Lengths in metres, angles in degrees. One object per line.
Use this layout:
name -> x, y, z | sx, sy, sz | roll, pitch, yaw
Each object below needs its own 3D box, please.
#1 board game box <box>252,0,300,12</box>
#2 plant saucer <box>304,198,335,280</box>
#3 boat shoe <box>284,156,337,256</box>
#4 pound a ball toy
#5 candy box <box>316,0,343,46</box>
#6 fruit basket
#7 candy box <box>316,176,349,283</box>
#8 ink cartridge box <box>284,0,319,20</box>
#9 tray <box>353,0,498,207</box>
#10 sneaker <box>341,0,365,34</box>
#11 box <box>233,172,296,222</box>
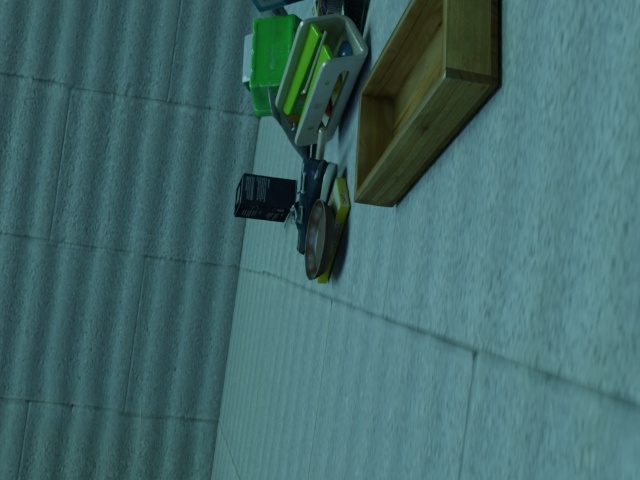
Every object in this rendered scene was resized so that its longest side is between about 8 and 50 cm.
board game box -> -0.035, -0.712, 1.998 | 0.079, 0.253, 0.336 | 53, -147, -52
plant saucer -> 0.000, 0.000, 1.736 | 0.168, 0.029, 0.168 | -172, 90, -77
boat shoe -> -0.026, -0.070, 1.844 | 0.254, 0.079, 0.095 | 102, -170, -45
pound a ball toy -> 0.019, -0.293, 1.811 | 0.208, 0.135, 0.319 | 63, 154, 24
candy box -> 0.027, -0.561, 2.080 | 0.109, 0.053, 0.187 | 107, 168, -45
fruit basket -> -0.080, -0.389, 2.124 | 0.353, 0.165, 0.327 | 61, -151, -71
candy box -> 0.022, -0.020, 1.780 | 0.105, 0.027, 0.206 | -93, 16, -53
ink cartridge box -> -0.044, -0.688, 2.397 | 0.324, 0.071, 0.330 | 144, 116, -72
tray -> 0.138, -0.214, 1.199 | 0.411, 0.076, 0.203 | 124, 152, -68
sneaker -> 0.067, -0.464, 1.831 | 0.075, 0.057, 0.161 | -62, -16, -65
box -> -0.162, -0.121, 2.461 | 0.156, 0.158, 0.093 | 134, 142, -71
